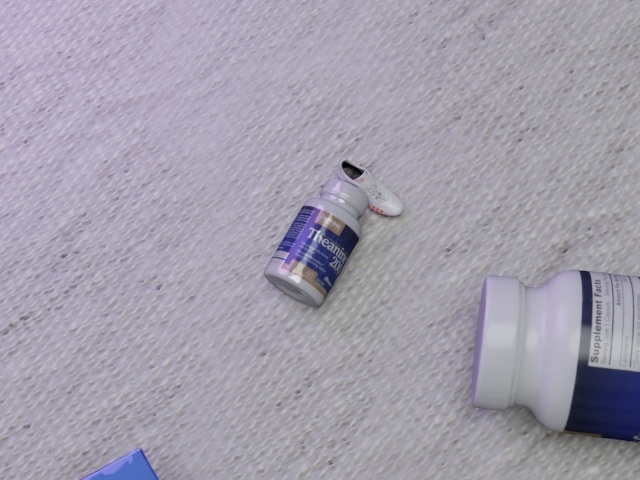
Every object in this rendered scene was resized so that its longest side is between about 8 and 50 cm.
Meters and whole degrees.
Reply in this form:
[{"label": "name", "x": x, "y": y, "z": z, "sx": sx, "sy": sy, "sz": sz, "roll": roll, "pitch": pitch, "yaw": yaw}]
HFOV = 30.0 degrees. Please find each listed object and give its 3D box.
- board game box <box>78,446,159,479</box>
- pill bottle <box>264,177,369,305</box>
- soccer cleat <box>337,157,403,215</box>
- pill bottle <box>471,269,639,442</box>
[{"label": "board game box", "x": -0.247, "y": 0.361, "z": 0.995, "sx": 0.347, "sy": 0.078, "sz": 0.233, "roll": -26, "pitch": 66, "yaw": -20}, {"label": "pill bottle", "x": 0.000, "y": 0.000, "z": 1.194, "sx": 0.067, "sy": 0.067, "sz": 0.120, "roll": 27, "pitch": 75, "yaw": 12}, {"label": "soccer cleat", "x": 0.050, "y": -0.055, "z": 1.226, "sx": 0.083, "sy": 0.035, "sz": 0.029, "roll": 40, "pitch": 78, "yaw": 15}, {"label": "pill bottle", "x": 0.277, "y": 0.107, "z": 1.096, "sx": 0.265, "sy": 0.153, "sz": 0.153, "roll": 6, "pitch": 72, "yaw": 6}]
